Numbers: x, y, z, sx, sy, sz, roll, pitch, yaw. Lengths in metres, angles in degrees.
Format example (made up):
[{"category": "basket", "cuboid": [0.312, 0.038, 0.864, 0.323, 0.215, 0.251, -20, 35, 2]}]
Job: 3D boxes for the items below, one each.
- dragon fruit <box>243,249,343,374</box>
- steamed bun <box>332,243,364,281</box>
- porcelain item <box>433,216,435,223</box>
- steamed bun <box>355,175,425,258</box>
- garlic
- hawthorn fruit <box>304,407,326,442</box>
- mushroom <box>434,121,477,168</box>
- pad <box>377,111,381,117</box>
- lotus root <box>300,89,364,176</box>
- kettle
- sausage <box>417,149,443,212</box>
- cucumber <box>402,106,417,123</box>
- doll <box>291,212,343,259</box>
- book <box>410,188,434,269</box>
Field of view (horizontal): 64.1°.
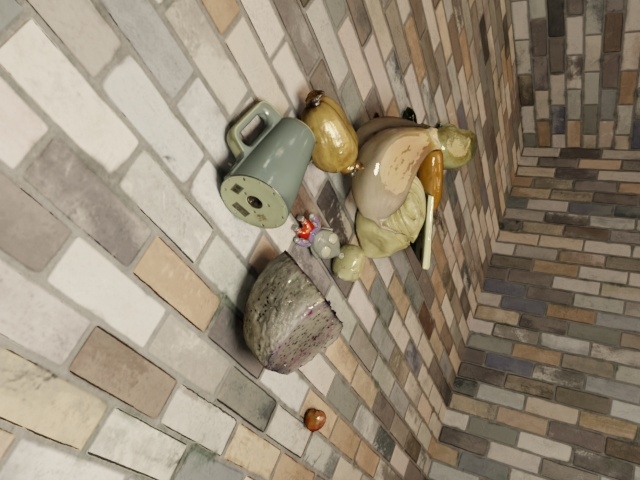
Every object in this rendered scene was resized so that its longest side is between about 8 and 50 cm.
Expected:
[{"category": "dragon fruit", "cuboid": [-0.091, 0.177, 1.235, 0.221, 0.204, 0.283, -44, 153, -6]}, {"category": "steamed bun", "cuboid": [0.085, 0.065, 1.578, 0.130, 0.090, 0.113, -25, 130, -71]}, {"category": "porcelain item", "cuboid": [0.464, -0.063, 2.214, 0.084, 0.054, 0.213, 2, 96, -62]}, {"category": "steamed bun", "cuboid": [0.258, -0.096, 1.721, 0.289, 0.203, 0.276, -55, 140, -39]}, {"category": "garlic", "cuboid": [0.180, -0.213, 1.550, 0.245, 0.231, 0.340, 8, 107, -34]}, {"category": "hawthorn fruit", "cuboid": [-0.018, 0.563, 1.554, 0.066, 0.066, 0.103, 8, 87, -59]}, {"category": "mushroom", "cuboid": [0.588, -0.400, 2.233, 0.267, 0.164, 0.190, 27, 73, -58]}, {"category": "pad", "cuboid": [0.267, -0.320, 1.780, 0.266, 0.002, 0.176, 39, 30, -55]}, {"category": "lotus root", "cuboid": [0.021, -0.273, 1.353, 0.154, 0.140, 0.257, -90, 157, -52]}, {"category": "kettle", "cuboid": [-0.124, -0.184, 1.156, 0.210, 0.160, 0.243, 41, 51, -23]}, {"category": "sausage", "cuboid": [0.449, -0.219, 2.106, 0.112, 0.112, 0.328, -32, 126, -52]}, {"category": "cucumber", "cuboid": [0.340, -0.377, 1.925, 0.067, 0.067, 0.245, -18, 111, -56]}, {"category": "doll", "cuboid": [0.000, 0.000, 1.447, 0.227, 0.075, 0.102, 40, 80, -43]}, {"category": "book", "cuboid": [0.380, -0.064, 1.929, 0.379, 0.031, 0.264, -76, 168, -78]}]
